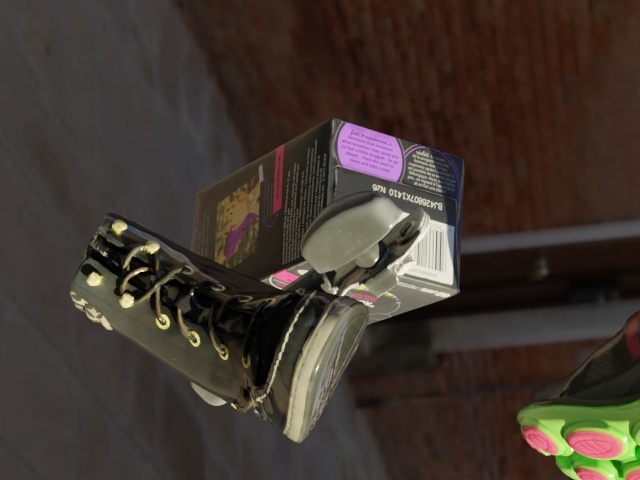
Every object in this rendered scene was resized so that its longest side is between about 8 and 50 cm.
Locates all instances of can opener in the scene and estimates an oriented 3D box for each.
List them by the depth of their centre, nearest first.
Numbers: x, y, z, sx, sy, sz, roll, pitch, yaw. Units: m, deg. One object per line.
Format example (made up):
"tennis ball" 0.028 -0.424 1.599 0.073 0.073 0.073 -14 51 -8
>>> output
"can opener" -0.016 0.045 1.342 0.093 0.280 0.074 43 34 -11

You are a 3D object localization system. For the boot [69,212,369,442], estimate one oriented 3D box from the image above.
"boot" -0.069 0.046 0.954 0.085 0.178 0.236 -61 178 -12

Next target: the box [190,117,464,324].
"box" 0.000 0.000 1.574 0.270 0.165 0.143 -24 -123 54

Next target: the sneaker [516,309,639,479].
"sneaker" 0.340 0.109 1.371 0.202 0.185 0.483 -56 -173 -32
